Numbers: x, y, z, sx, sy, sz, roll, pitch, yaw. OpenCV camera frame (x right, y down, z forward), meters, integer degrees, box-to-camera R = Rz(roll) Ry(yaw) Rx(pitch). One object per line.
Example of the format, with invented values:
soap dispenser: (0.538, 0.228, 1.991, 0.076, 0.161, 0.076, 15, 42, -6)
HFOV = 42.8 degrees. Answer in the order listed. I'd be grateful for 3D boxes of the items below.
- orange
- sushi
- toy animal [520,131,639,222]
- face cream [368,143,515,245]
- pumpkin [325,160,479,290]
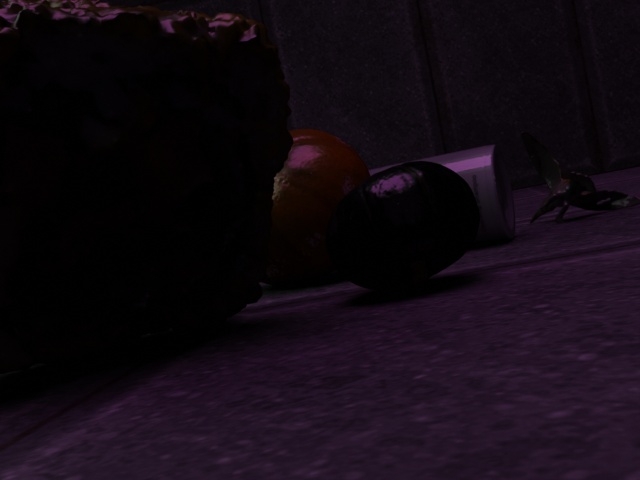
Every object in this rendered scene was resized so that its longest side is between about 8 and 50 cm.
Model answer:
orange: (-0.041, -0.048, 1.146, 0.240, 0.240, 0.171, -8, -32, 46)
sushi: (-0.229, -0.049, 0.778, 0.396, 0.351, 0.240, -9, 21, -38)
toy animal: (0.384, -0.071, 1.337, 0.155, 0.219, 0.095, -53, -2, 32)
face cream: (0.101, -0.040, 1.253, 0.370, 0.145, 0.145, -11, 3, 22)
pumpkin: (0.087, -0.012, 0.867, 0.167, 0.125, 0.167, -38, -10, -8)
